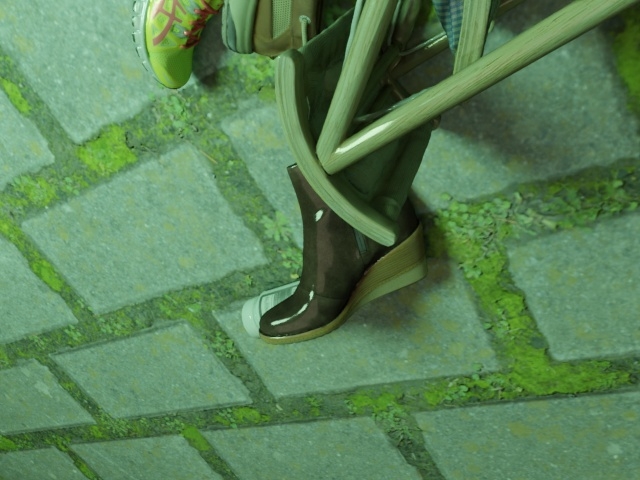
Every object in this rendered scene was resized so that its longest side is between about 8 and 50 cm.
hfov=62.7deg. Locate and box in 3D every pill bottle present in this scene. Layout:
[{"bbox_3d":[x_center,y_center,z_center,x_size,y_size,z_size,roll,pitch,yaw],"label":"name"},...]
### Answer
[{"bbox_3d":[-0.048,0.104,0.796,0.137,0.078,0.078,-19,115,32],"label":"pill bottle"}]

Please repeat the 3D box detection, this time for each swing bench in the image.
[{"bbox_3d":[0.093,-0.176,0.428,0.165,0.253,0.254,38,128,-7],"label":"swing bench"}]

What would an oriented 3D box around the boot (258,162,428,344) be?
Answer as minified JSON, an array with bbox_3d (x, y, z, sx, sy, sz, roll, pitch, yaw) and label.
[{"bbox_3d":[0.000,0.000,0.657,0.248,0.090,0.206,-26,109,-1],"label":"boot"}]

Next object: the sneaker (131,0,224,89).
[{"bbox_3d":[-0.144,-0.260,0.571,0.094,0.081,0.208,18,128,5],"label":"sneaker"}]

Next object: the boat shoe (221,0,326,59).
[{"bbox_3d":[-0.008,-0.284,0.453,0.116,0.123,0.324,17,155,-7],"label":"boat shoe"}]
